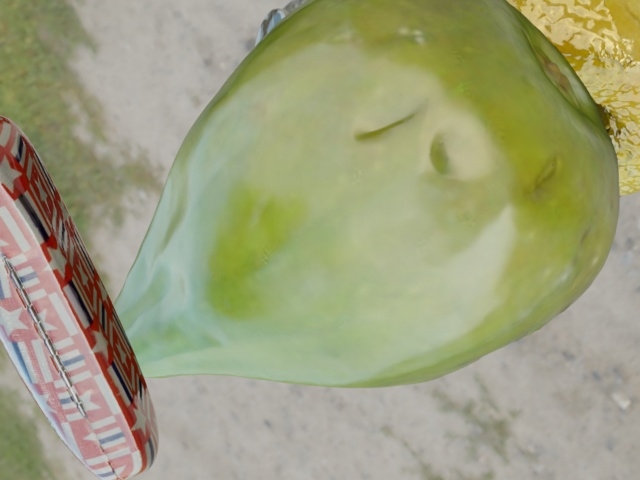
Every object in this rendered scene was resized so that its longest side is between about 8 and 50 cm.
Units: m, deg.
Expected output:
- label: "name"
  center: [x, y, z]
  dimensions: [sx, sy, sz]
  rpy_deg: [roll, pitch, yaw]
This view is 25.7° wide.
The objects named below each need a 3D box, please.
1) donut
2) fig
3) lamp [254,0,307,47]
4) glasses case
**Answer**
- label: "donut"
  center: [0.158, -0.117, 0.965]
  dimensions: [0.253, 0.118, 0.253]
  rpy_deg: [6, 154, 3]
- label: "fig"
  center: [0.026, 0.003, 0.779]
  dimensions: [0.233, 0.314, 0.233]
  rpy_deg: [33, -177, -2]
- label: "lamp"
  center: [0.036, -0.140, 1.184]
  dimensions: [0.246, 0.108, 0.179]
  rpy_deg: [15, 88, 53]
- label: "glasses case"
  center: [-0.133, 0.031, 0.679]
  dimensions: [0.073, 0.049, 0.194]
  rpy_deg: [-106, -5, -63]
